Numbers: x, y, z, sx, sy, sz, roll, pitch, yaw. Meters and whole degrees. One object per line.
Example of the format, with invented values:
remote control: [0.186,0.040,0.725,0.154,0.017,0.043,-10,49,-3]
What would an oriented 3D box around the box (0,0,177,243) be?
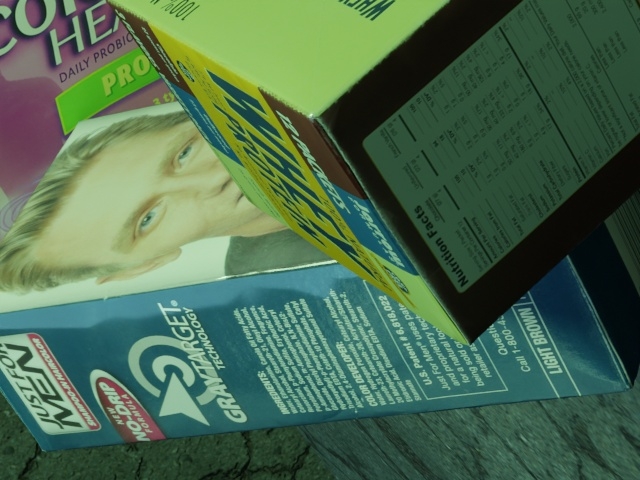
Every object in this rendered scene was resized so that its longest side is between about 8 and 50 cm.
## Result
box: [-0.145,-0.112,1.163,0.117,0.213,0.243,36,154,55]

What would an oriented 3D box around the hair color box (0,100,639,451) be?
hair color box: [0.000,0.000,0.993,0.347,0.174,0.105,-10,126,30]

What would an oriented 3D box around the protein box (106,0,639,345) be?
protein box: [0.054,-0.097,0.845,0.200,0.201,0.136,34,162,54]
